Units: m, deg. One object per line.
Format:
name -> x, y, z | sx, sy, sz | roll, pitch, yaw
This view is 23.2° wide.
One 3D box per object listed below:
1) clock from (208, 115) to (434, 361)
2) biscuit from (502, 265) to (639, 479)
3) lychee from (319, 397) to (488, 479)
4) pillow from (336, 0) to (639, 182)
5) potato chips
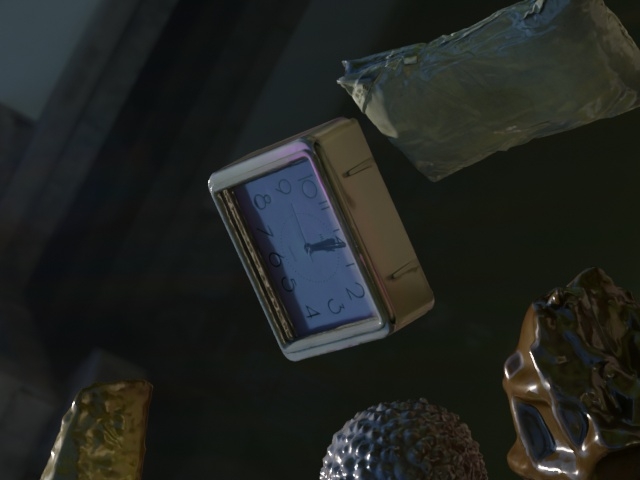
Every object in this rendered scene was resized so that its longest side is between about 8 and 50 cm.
clock -> 0.000, 0.000, 1.403 | 0.147, 0.192, 0.071 | -18, 8, 44
biscuit -> 0.237, 0.198, 0.926 | 0.366, 0.115, 0.268 | 47, 149, 50
lychee -> 0.081, 0.229, 1.500 | 0.165, 0.165, 0.197 | -56, 8, 21
pillow -> 0.145, -0.125, 1.250 | 0.230, 0.148, 0.050 | -17, 48, 31
potato chips -> -0.189, 0.254, 0.959 | 0.407, 0.057, 0.080 | -64, 28, 28
